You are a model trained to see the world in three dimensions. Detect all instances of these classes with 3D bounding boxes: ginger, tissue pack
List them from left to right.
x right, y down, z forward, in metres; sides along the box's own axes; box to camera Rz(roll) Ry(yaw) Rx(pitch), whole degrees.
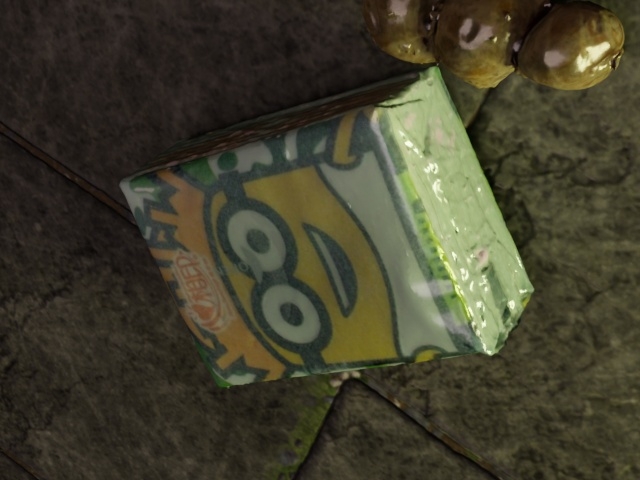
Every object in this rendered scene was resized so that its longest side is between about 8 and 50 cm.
[{"bbox_3d":[0.000,0.000,1.083,0.311,0.128,0.228,-12,109,38],"label":"tissue pack"},{"bbox_3d":[0.125,-0.161,0.928,0.204,0.080,0.104,25,124,21],"label":"ginger"}]
